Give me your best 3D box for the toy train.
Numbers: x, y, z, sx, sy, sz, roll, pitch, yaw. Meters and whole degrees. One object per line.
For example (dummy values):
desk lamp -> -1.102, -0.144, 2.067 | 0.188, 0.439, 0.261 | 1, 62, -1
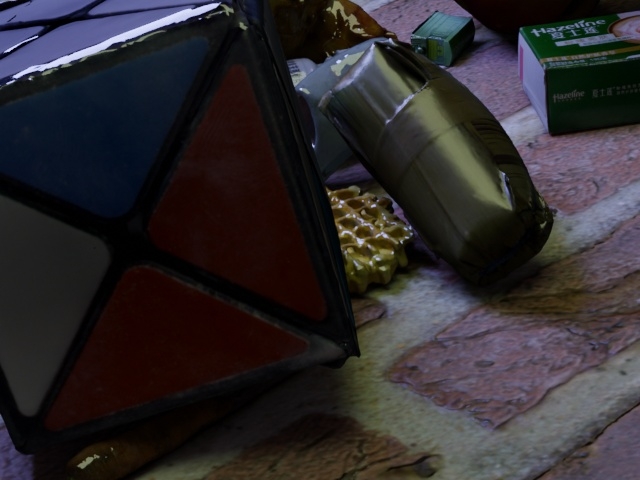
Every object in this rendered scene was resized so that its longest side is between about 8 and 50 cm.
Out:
toy train -> 0.141, -0.234, 2.209 | 0.056, 0.038, 0.093 | 9, 30, 23

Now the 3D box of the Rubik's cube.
Rubik's cube -> -0.150, -0.046, 1.561 | 0.305, 0.307, 0.310 | -19, 21, 1

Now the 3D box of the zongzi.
zongzi -> 0.148, -0.052, 1.819 | 0.123, 0.289, 0.260 | -43, 62, 10

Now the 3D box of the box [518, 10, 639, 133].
box -> 0.319, -0.183, 2.025 | 0.199, 0.081, 0.135 | -7, 27, -5

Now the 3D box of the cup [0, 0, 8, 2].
cup -> -0.380, -0.218, 2.070 | 0.301, 0.227, 0.257 | -17, 12, 34

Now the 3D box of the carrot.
carrot -> -0.132, 0.157, 1.509 | 0.165, 0.035, 0.035 | -24, 31, -34

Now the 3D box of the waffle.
waffle -> -0.004, 0.002, 1.777 | 0.191, 0.038, 0.191 | -5, 29, 3

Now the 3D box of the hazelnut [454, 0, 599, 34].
hazelnut -> 0.243, -0.345, 2.216 | 0.217, 0.217, 0.251 | 9, 14, 28

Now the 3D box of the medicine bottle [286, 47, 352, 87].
medicine bottle -> -0.019, -0.139, 1.985 | 0.168, 0.105, 0.105 | -12, 27, -10

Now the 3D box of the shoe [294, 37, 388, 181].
shoe -> 0.006, -0.127, 1.889 | 0.195, 0.078, 0.079 | -50, 54, 3

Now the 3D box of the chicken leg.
chicken leg -> -0.049, -0.240, 2.141 | 0.295, 0.182, 0.409 | 22, -2, -8
